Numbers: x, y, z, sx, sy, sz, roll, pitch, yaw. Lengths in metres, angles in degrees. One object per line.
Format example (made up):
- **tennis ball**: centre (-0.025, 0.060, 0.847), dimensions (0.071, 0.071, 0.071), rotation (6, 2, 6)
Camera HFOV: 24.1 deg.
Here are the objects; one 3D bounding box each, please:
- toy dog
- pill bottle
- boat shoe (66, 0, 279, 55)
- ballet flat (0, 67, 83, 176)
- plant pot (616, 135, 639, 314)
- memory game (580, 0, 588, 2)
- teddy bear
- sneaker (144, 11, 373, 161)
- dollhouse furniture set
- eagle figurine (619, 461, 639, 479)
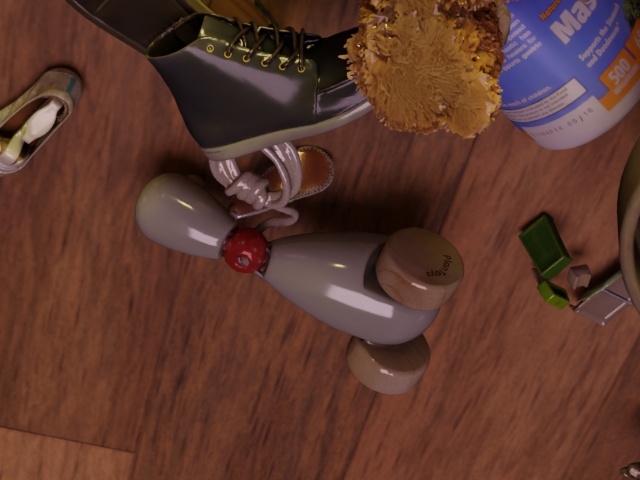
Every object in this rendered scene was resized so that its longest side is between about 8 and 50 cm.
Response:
- **toy dog**: centre (0.000, 0.000, 1.495), dimensions (0.333, 0.161, 0.220), rotation (41, 126, -10)
- **pill bottle**: centre (0.151, -0.213, 1.261), dimensions (0.152, 0.152, 0.272), rotation (-35, 118, 30)
- **boat shoe**: centre (-0.142, -0.231, 1.306), dimensions (0.110, 0.104, 0.307), rotation (-18, 130, 30)
- **ballet flat**: centre (-0.291, -0.105, 1.456), dimensions (0.057, 0.052, 0.168), rotation (32, 126, -22)
- **plant pot**: centre (0.401, -0.089, 1.271), dimensions (0.323, 0.280, 0.323), rotation (2, 132, 2)
- **memory game**: centre (0.173, -0.274, 1.191), dimensions (0.186, 0.186, 0.012), rotation (38, 133, -26)
- **teddy bear**: centre (0.088, -0.247, 1.085), dimensions (0.245, 0.113, 0.338), rotation (-8, 107, 36)
- **sneaker**: centre (-0.032, -0.150, 1.239), dimensions (0.222, 0.083, 0.118), rotation (-21, 126, 20)
- **dollhouse furniture set**: centre (0.269, 0.031, 1.557), dimensions (0.151, 0.058, 0.076), rotation (24, 124, -41)
- **eagle figurine**: centre (0.469, 0.201, 1.588), dimensions (0.225, 0.226, 0.298), rotation (47, 127, -7)
